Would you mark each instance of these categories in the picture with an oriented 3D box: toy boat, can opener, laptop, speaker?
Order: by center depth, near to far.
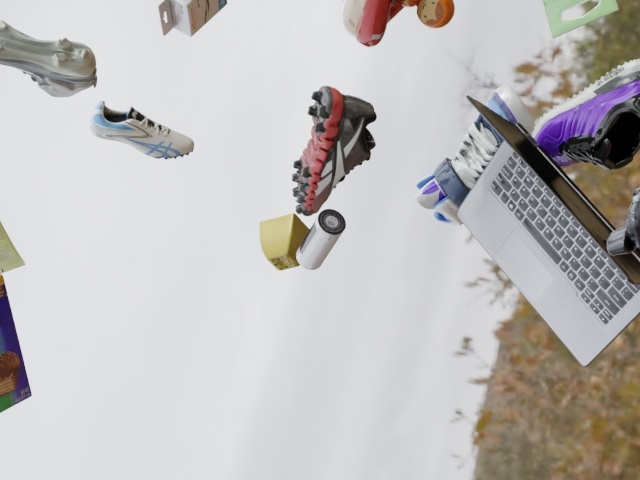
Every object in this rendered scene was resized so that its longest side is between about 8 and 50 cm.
[{"bbox_3d":[0.406,-0.039,1.299,0.186,0.073,0.059,-44,-58,-52],"label":"can opener"},{"bbox_3d":[0.141,-0.385,1.614,0.231,0.151,0.151,-47,-13,-25],"label":"toy boat"},{"bbox_3d":[0.352,0.002,1.724,0.236,0.382,0.408,-22,-26,-34],"label":"laptop"},{"bbox_3d":[0.000,0.000,1.887,0.136,0.055,0.055,122,170,-55],"label":"speaker"}]

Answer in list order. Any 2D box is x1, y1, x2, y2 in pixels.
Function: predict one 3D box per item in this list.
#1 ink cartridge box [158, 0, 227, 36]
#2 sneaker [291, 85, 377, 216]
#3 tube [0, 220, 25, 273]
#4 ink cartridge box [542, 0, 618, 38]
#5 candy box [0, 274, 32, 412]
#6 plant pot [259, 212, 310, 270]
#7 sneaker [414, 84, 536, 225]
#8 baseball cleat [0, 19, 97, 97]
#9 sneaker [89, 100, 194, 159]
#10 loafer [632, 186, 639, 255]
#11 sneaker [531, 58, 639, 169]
[{"bbox_3d":[-0.302,-0.561,2.468,0.180,0.060,0.104,-50,-22,-28],"label":"ink cartridge box"},{"bbox_3d":[0.028,-0.153,1.903,0.098,0.135,0.276,-107,27,-49],"label":"sneaker"},{"bbox_3d":[-0.708,-0.032,2.176,0.240,0.070,0.062,61,-159,19],"label":"tube"},{"bbox_3d":[0.376,-0.410,1.529,0.062,0.109,0.209,2,-107,-54],"label":"ink cartridge box"},{"bbox_3d":[-0.777,0.241,2.188,0.268,0.122,0.317,-29,-55,-39],"label":"candy box"},{"bbox_3d":[-0.068,0.010,2.003,0.081,0.081,0.083,47,-143,-46],"label":"plant pot"},{"bbox_3d":[0.293,-0.141,2.015,0.130,0.236,0.323,59,174,30],"label":"sneaker"},{"bbox_3d":[-0.418,-0.251,1.465,0.109,0.205,0.072,102,-175,-59],"label":"baseball cleat"},{"bbox_3d":[-0.392,-0.244,2.296,0.085,0.237,0.086,-91,20,-53],"label":"sneaker"},{"bbox_3d":[0.576,0.005,1.849,0.080,0.078,0.220,-12,-81,-42],"label":"loafer"},{"bbox_3d":[0.461,-0.172,1.745,0.293,0.102,0.146,-41,38,48],"label":"sneaker"}]
